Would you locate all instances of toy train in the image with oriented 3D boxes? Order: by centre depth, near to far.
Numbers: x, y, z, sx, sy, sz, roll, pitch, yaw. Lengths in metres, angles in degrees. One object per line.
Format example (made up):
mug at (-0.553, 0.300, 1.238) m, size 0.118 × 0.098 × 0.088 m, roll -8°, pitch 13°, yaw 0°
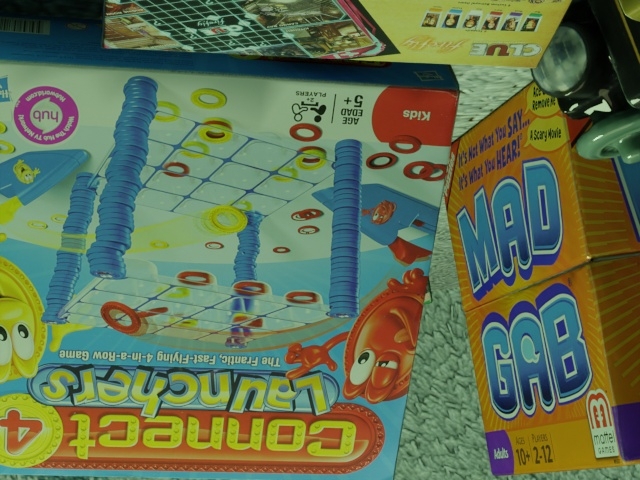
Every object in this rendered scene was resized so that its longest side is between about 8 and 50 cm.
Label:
toy train at (0.301, -0.141, 1.166) m, size 0.334 × 0.142 × 0.190 m, roll -1°, pitch 159°, yaw -44°

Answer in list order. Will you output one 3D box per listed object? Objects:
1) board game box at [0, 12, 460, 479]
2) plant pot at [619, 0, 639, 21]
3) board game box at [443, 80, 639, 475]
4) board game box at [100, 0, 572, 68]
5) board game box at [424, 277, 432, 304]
board game box at (-0.083, 0.012, 1.071) m, size 0.308 × 0.301 × 0.086 m, roll 2°, pitch -153°, yaw -9°
plant pot at (0.220, -0.183, 0.960) m, size 0.083 × 0.081 × 0.081 m, roll -29°, pitch 162°, yaw 33°
board game box at (0.360, 0.028, 1.585) m, size 0.356 × 0.356 × 0.356 m, roll -7°, pitch 172°, yaw -14°
board game box at (0.013, -0.150, 0.817) m, size 0.243 × 0.042 × 0.165 m, roll 2°, pitch 156°, yaw -9°
board game box at (0.000, 0.000, 1.732) m, size 0.214 × 0.046 × 0.317 m, roll -9°, pitch 152°, yaw 5°
